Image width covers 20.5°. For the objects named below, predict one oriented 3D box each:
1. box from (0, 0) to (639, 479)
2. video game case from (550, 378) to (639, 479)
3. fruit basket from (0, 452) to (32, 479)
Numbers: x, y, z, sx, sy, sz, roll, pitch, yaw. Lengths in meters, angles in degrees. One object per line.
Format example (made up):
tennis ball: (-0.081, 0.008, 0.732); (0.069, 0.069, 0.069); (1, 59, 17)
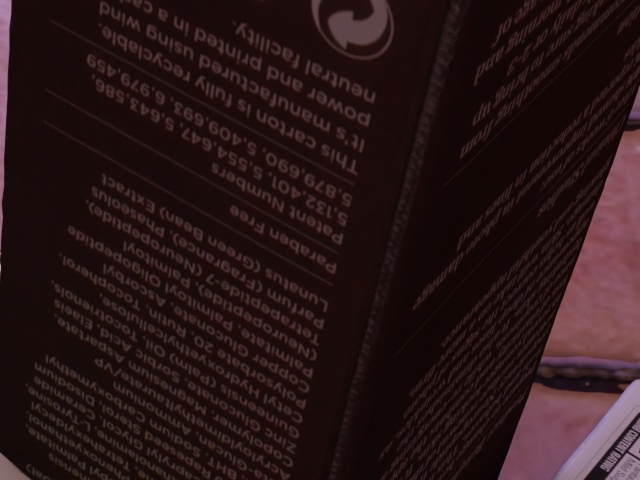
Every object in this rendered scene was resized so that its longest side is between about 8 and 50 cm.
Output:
box: (0.000, 0.000, 0.601); (0.143, 0.381, 0.191); (28, 44, 19)
video game case: (0.148, 0.210, 0.658); (0.244, 0.061, 0.269); (32, 53, 21)
fruit basket: (-0.117, 0.249, 0.507); (0.353, 0.165, 0.327); (38, 68, 13)
